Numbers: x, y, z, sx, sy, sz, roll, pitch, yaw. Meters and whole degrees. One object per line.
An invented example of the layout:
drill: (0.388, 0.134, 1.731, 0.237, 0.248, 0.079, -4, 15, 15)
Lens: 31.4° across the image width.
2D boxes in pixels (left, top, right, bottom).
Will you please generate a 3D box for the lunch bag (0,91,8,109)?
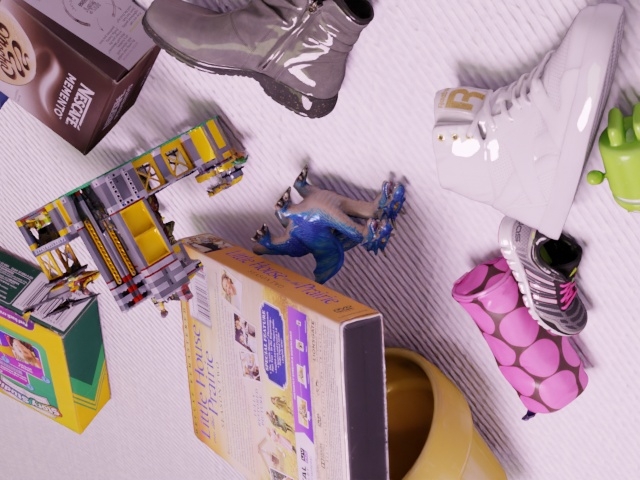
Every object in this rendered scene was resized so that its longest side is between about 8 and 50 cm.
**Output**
lunch bag: (-0.464, -0.223, 1.562, 0.067, 0.065, 0.098, 2, 133, 15)

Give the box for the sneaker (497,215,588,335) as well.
sneaker: (0.265, 0.040, 1.277, 0.075, 0.063, 0.170, -6, 122, 49)

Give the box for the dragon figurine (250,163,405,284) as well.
dragon figurine: (0.000, 0.000, 1.423, 0.144, 0.085, 0.289, 37, 142, -2)

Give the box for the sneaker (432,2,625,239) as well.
sneaker: (0.190, -0.127, 1.119, 0.169, 0.108, 0.292, 22, 143, 13)

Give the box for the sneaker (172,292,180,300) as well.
sneaker: (-0.256, 0.025, 1.679, 0.170, 0.051, 0.089, 25, 147, 19)

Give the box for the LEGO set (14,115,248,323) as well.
LEGO set: (-0.226, -0.004, 1.459, 0.331, 0.255, 0.192, -21, 100, 40)

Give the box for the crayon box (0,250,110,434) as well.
crayon box: (-0.557, 0.153, 2.011, 0.363, 0.106, 0.313, 25, 143, 15)

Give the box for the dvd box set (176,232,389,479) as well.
dvd box set: (-0.057, 0.182, 1.447, 0.420, 0.062, 0.308, 21, 119, 55)

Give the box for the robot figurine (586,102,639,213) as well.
robot figurine: (0.311, -0.076, 1.111, 0.101, 0.067, 0.115, -11, 126, 20)

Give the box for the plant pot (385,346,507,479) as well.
plant pot: (0.125, 0.311, 1.553, 0.254, 0.254, 0.239, -9, 140, 43)

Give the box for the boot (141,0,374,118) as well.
boot: (-0.067, -0.248, 1.226, 0.246, 0.083, 0.161, 25, 135, 5)

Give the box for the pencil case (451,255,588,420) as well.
pencil case: (0.235, 0.114, 1.366, 0.098, 0.095, 0.209, 7, 135, 55)

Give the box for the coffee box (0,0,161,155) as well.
coffee box: (-0.351, -0.266, 1.378, 0.297, 0.119, 0.168, 37, 143, -2)
